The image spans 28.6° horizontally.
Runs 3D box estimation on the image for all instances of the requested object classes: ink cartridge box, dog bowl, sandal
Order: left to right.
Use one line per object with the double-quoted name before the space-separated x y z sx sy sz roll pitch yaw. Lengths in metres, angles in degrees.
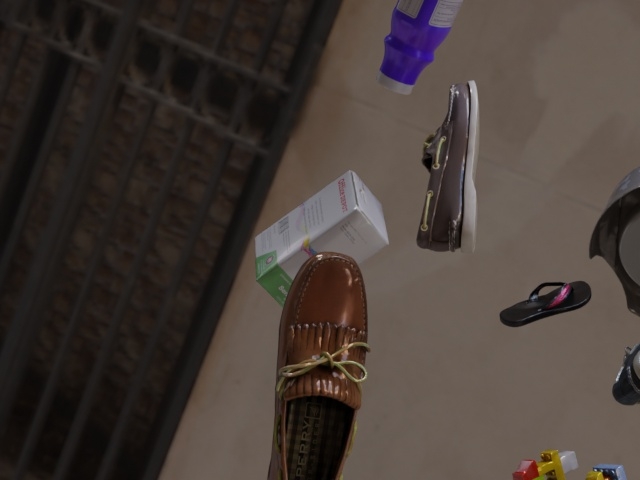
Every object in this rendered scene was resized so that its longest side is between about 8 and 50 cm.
"ink cartridge box" 0.000 0.000 2.083 0.093 0.212 0.154 46 16 -23
"sandal" 0.364 0.093 2.011 0.179 0.040 0.067 -18 23 -28
"dog bowl" 0.634 -0.003 2.126 0.349 0.349 0.102 21 45 -2

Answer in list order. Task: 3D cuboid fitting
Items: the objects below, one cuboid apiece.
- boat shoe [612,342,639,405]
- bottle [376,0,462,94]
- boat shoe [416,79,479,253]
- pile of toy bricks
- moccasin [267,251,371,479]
"boat shoe" 0.526 0.196 1.975 0.095 0.079 0.254 51 32 4
"bottle" 0.177 -0.385 2.113 0.092 0.283 0.118 32 23 21
"boat shoe" 0.216 -0.129 2.107 0.096 0.324 0.116 1 -26 9
"pile of toy bricks" 0.234 0.302 1.130 0.105 0.212 0.118 -16 2 -29
"moccasin" -0.005 0.205 1.740 0.139 0.380 0.147 15 -3 -12
